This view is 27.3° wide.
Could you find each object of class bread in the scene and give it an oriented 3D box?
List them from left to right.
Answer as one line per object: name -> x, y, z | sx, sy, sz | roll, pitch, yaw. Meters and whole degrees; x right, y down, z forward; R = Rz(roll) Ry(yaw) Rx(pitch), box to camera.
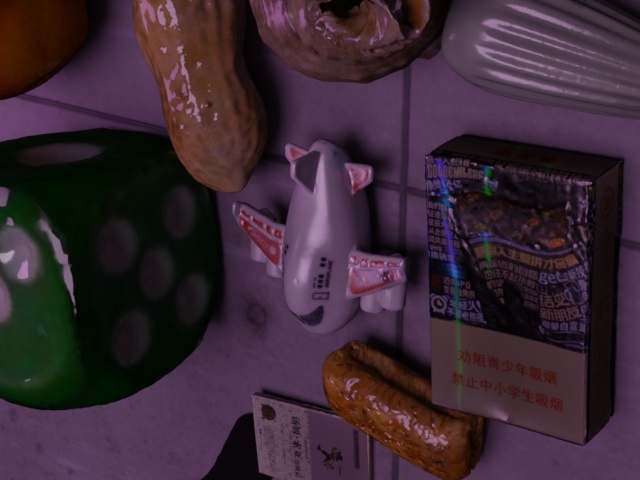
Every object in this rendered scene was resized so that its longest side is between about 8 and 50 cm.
bread -> 0.097, 0.206, 1.583 | 0.211, 0.083, 0.114 | 28, 148, 28

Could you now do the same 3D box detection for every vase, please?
vase -> 0.248, -0.185, 1.290 | 0.248, 0.128, 0.128 | 22, 121, 18

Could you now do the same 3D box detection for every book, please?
book -> -0.011, 0.275, 1.742 | 0.181, 0.014, 0.127 | 11, 116, 29

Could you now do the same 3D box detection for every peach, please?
peach -> -0.427, -0.293, 1.678 | 0.281, 0.238, 0.281 | 6, 147, 4

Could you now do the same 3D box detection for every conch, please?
conch -> 0.060, -0.278, 1.344 | 0.324, 0.186, 0.263 | 37, 118, 52

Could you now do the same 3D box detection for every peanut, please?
peanut -> -0.139, -0.205, 1.559 | 0.149, 0.149, 0.313 | -3, 109, 38

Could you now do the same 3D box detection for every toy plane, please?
toy plane -> 0.002, -0.001, 1.555 | 0.252, 0.118, 0.252 | 18, 122, 32

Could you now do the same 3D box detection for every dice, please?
dice -> -0.319, 0.026, 1.694 | 0.297, 0.287, 0.300 | 8, 113, 34

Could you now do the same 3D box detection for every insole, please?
insole -> -0.140, 0.367, 1.892 | 0.119, 0.009, 0.348 | 41, 129, 13

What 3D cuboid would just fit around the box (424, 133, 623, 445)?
box -> 0.218, 0.052, 1.434 | 0.198, 0.084, 0.310 | 12, 116, 33
